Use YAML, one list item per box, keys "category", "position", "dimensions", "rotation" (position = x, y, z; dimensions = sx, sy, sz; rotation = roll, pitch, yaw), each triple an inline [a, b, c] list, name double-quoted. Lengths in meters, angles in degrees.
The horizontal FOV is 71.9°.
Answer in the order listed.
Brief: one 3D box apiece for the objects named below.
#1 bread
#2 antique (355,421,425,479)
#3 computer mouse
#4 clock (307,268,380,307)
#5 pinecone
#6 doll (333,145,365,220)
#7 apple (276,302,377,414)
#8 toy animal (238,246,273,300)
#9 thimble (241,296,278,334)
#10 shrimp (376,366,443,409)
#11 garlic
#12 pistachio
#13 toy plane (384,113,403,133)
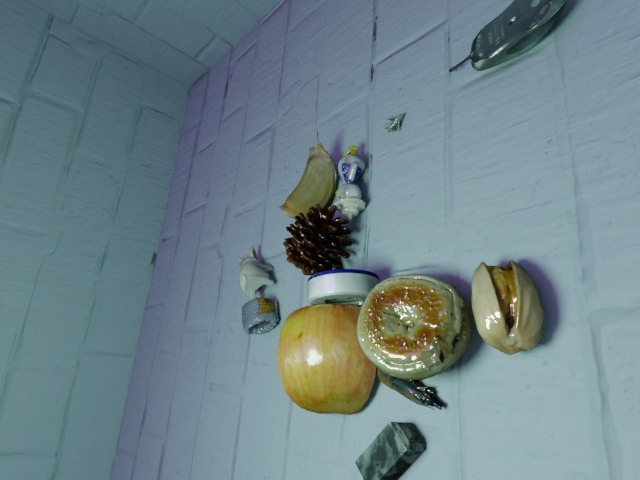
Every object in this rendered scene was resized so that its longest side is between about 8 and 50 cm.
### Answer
- category: "bread"
  position: [0.249, 0.232, 1.177]
  dimensions: [0.305, 0.159, 0.305]
  rotation: [-16, 51, 21]
- category: "antique"
  position: [0.190, 0.573, 1.184]
  dimensions: [0.183, 0.088, 0.086]
  rotation: [-55, 41, 17]
- category: "computer mouse"
  position: [0.540, -0.589, 1.284]
  dimensions: [0.379, 0.090, 0.167]
  rotation: [-24, 51, 50]
- category: "clock"
  position: [0.074, 0.160, 1.392]
  dimensions: [0.230, 0.230, 0.083]
  rotation: [-26, 57, 42]
- category: "pinecone"
  position: [-0.008, -0.006, 1.541]
  dimensions: [0.264, 0.264, 0.264]
  rotation: [-24, 56, 43]
- category: "doll"
  position: [0.106, -0.207, 1.610]
  dimensions: [0.138, 0.119, 0.293]
  rotation: [129, 146, -64]
- category: "apple"
  position: [0.026, 0.373, 1.385]
  dimensions: [0.314, 0.252, 0.309]
  rotation: [-3, 58, 9]
- category: "toy animal"
  position: [-0.290, 0.138, 1.940]
  dimensions: [0.140, 0.138, 0.282]
  rotation: [-50, 18, 12]
- category: "thimble"
  position: [-0.248, 0.310, 1.797]
  dimensions: [0.151, 0.127, 0.118]
  rotation: [-38, 49, 35]
- category: "shrimp"
  position: [0.261, 0.344, 1.232]
  dimensions: [0.262, 0.051, 0.198]
  rotation: [23, 91, 55]
- category: "garlic"
  position: [-0.019, -0.230, 1.716]
  dimensions: [0.151, 0.196, 0.338]
  rotation: [31, 97, 36]
- category: "pistachio"
  position: [0.436, 0.150, 1.042]
  dimensions: [0.157, 0.157, 0.229]
  rotation: [-29, 48, 40]
- category: "toy plane"
  position: [0.268, -0.420, 1.578]
  dimensions: [0.083, 0.033, 0.080]
  rotation: [-41, 45, 22]
